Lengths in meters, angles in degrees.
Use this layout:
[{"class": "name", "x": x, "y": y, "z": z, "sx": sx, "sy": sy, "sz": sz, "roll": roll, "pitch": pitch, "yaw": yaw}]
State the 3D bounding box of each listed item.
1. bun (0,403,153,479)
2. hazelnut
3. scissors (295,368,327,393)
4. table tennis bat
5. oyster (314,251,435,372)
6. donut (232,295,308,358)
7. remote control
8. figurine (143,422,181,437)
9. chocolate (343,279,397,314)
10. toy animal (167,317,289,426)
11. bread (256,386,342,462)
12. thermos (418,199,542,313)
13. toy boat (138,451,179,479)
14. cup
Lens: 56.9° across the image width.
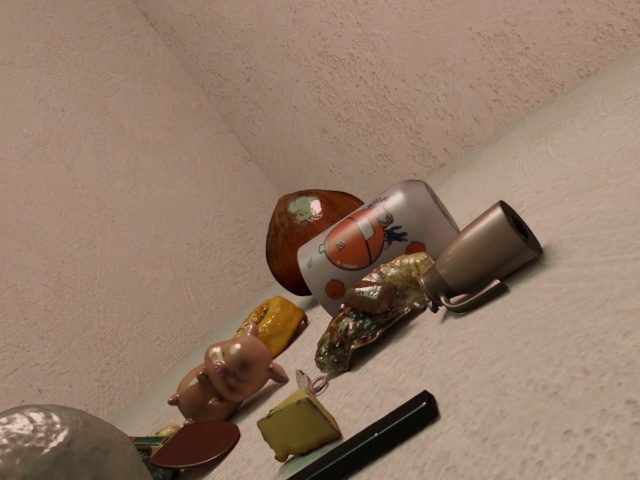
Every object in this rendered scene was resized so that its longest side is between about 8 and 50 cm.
[{"class": "bun", "x": -0.336, "y": 0.374, "z": 0.673, "sx": 0.211, "sy": 0.361, "sz": 0.362, "roll": 12, "pitch": 40, "yaw": 40}, {"class": "hazelnut", "x": 0.000, "y": 0.000, "z": 1.944, "sx": 0.410, "sy": 0.359, "sz": 0.359, "roll": -21, "pitch": 15, "yaw": 44}, {"class": "scissors", "x": -0.030, "y": 0.274, "z": 1.133, "sx": 0.085, "sy": 0.022, "sz": 0.176, "roll": -40, "pitch": 8, "yaw": -4}, {"class": "table tennis bat", "x": -0.286, "y": 0.402, "z": 1.168, "sx": 0.275, "sy": 0.021, "sz": 0.154, "roll": -8, "pitch": 13, "yaw": 24}, {"class": "oyster", "x": 0.086, "y": 0.142, "z": 1.130, "sx": 0.271, "sy": 0.100, "sz": 0.275, "roll": -56, "pitch": 17, "yaw": -27}, {"class": "donut", "x": -0.154, "y": 0.269, "z": 1.696, "sx": 0.253, "sy": 0.118, "sz": 0.253, "roll": -41, "pitch": 17, "yaw": 15}, {"class": "remote control", "x": 0.037, "y": 0.260, "z": 0.720, "sx": 0.245, "sy": 0.025, "sz": 0.063, "roll": -36, "pitch": 0, "yaw": 8}, {"class": "figurine", "x": -0.396, "y": 0.498, "z": 1.423, "sx": 0.188, "sy": 0.083, "sz": 0.083, "roll": -28, "pitch": 8, "yaw": 26}, {"class": "chocolate", "x": 0.084, "y": 0.095, "z": 1.067, "sx": 0.101, "sy": 0.031, "sz": 0.064, "roll": 10, "pitch": 58, "yaw": 45}, {"class": "toy animal", "x": -0.209, "y": 0.314, "z": 1.319, "sx": 0.250, "sy": 0.166, "sz": 0.154, "roll": -40, "pitch": -9, "yaw": 12}, {"class": "bread", "x": -0.039, "y": 0.267, "z": 0.839, "sx": 0.109, "sy": 0.084, "sz": 0.080, "roll": -37, "pitch": 2, "yaw": -2}, {"class": "thermos", "x": 0.246, "y": 0.043, "z": 0.943, "sx": 0.193, "sy": 0.105, "sz": 0.137, "roll": -39, "pitch": 34, "yaw": 24}, {"class": "toy boat", "x": -0.356, "y": 0.472, "z": 1.251, "sx": 0.085, "sy": 0.078, "sz": 0.261, "roll": -17, "pitch": -5, "yaw": -32}, {"class": "cup", "x": 0.137, "y": 0.017, "z": 1.303, "sx": 0.317, "sy": 0.212, "sz": 0.212, "roll": -35, "pitch": 5, "yaw": 16}]
